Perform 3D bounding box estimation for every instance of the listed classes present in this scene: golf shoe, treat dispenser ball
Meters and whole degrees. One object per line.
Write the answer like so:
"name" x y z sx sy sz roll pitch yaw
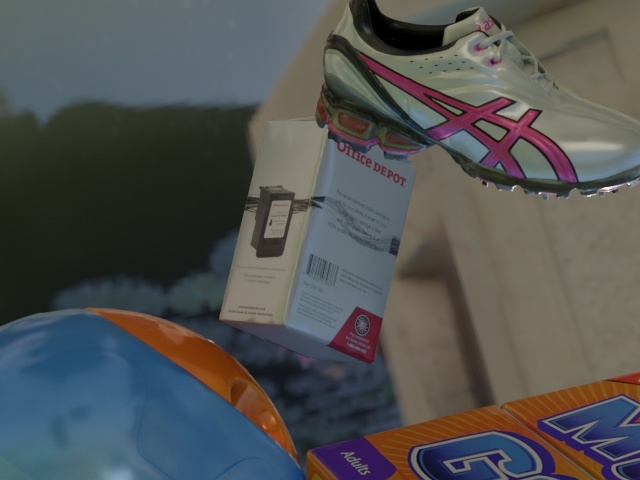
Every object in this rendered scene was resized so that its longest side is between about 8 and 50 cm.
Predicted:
"golf shoe" 0.090 -0.077 1.032 0.186 0.067 0.086 14 119 8
"treat dispenser ball" -0.150 0.187 1.275 0.288 0.288 0.288 -11 153 -6

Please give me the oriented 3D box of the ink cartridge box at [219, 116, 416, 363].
"ink cartridge box" 0.000 0.000 1.369 0.063 0.150 0.109 3 165 39

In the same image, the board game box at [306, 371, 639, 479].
"board game box" 0.225 0.353 1.539 0.356 0.356 0.356 -11 112 -21
